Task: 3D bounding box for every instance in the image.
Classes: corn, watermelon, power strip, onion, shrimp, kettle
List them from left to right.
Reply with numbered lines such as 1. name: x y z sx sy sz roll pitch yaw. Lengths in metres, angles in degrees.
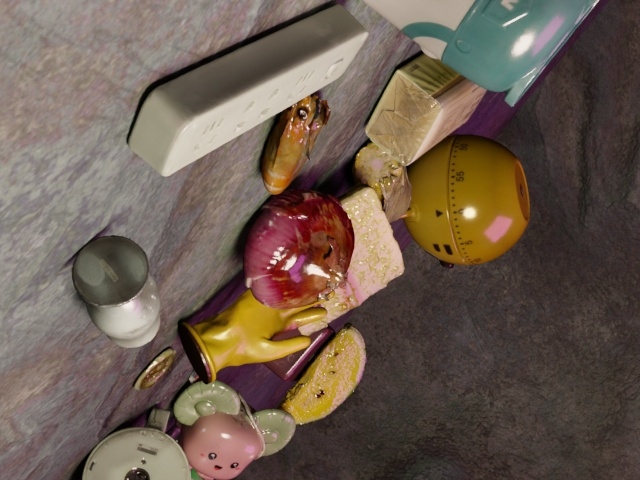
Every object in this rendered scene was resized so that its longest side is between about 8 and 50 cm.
1. kettle: -0.386 0.496 1.914 0.205 0.265 0.318 -11 156 -17
2. power strip: -0.063 -0.185 1.071 0.385 0.062 0.091 -37 167 -46
3. shrimp: -0.030 -0.151 1.343 0.150 0.068 0.248 -59 178 -20
4. onion: -0.022 0.027 1.583 0.230 0.163 0.230 -20 125 -31
5. watermelon: 0.010 0.316 2.181 0.301 0.123 0.129 -53 147 12
6. corn: 0.134 -0.120 1.934 0.123 0.122 0.305 -40 167 -3

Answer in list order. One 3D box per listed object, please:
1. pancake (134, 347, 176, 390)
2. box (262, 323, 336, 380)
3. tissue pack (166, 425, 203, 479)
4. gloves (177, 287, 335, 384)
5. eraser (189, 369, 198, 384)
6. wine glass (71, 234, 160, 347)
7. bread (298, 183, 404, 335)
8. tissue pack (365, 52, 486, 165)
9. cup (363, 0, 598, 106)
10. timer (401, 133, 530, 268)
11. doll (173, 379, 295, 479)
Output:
1. pancake: -0.302 0.238 1.716 0.108 0.017 0.108 -43 167 -12
2. box: -0.078 0.221 2.178 0.193 0.167 0.294 -47 169 -2
3. tissue pack: -0.377 0.569 2.301 0.209 0.156 0.148 -46 -155 -25
4. gloves: -0.102 0.141 1.692 0.294 0.116 0.133 -25 133 -22
5. eraser: -0.260 0.277 2.022 0.027 0.019 0.099 -35 164 -51
6. wine glass: -0.245 0.071 1.147 0.093 0.093 0.202 -45 167 -20
7. bread: 0.000 0.000 1.823 0.263 0.198 0.236 -33 136 -7
8. tissue pack: 0.208 -0.264 1.731 0.234 0.125 0.159 -38 164 -43
9. cup: 0.218 -0.347 1.141 0.289 0.258 0.219 -52 174 15
10. timer: 0.334 -0.097 2.406 0.387 0.376 0.376 -6 -172 24
11. doll: -0.220 0.421 2.124 0.268 0.284 0.216 -46 -152 28
